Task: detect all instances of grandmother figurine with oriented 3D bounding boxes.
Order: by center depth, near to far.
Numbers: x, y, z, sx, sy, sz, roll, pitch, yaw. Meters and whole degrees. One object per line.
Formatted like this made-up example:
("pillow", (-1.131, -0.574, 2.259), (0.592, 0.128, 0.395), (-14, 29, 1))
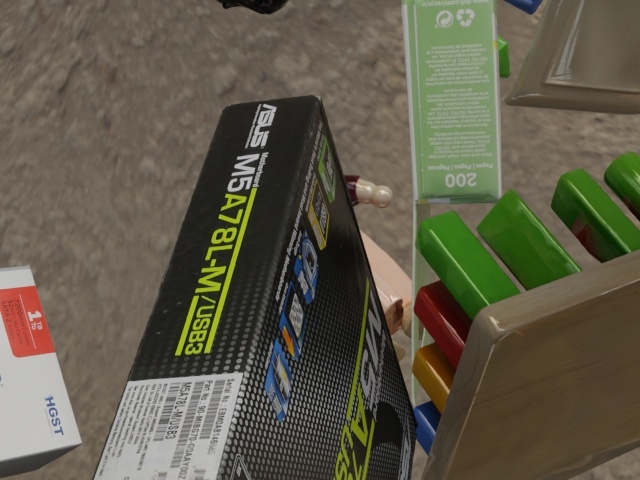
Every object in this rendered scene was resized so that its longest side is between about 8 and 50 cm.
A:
("grandmother figurine", (0.000, 0.000, 1.547), (0.208, 0.104, 0.342), (-41, 62, -9))

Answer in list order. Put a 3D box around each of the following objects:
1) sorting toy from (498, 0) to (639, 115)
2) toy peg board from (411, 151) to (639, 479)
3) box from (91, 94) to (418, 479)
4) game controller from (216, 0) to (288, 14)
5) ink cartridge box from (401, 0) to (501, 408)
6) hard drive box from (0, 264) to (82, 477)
("sorting toy", (0.262, -0.206, 1.153), (0.347, 0.047, 0.196), (0, 125, -36))
("toy peg board", (0.109, 0.041, 0.595), (0.161, 0.079, 0.161), (-17, 143, -23))
("box", (-0.010, 0.078, 0.439), (0.045, 0.191, 0.184), (-6, 129, 17))
("game controller", (-0.096, -0.316, 1.178), (0.067, 0.319, 0.166), (-37, 117, 18))
("ink cartridge box", (0.082, -0.033, 0.770), (0.056, 0.171, 0.235), (-2, 97, 8))
("hard drive box", (-0.350, 0.127, 1.113), (0.232, 0.089, 0.181), (-6, 71, -46))
